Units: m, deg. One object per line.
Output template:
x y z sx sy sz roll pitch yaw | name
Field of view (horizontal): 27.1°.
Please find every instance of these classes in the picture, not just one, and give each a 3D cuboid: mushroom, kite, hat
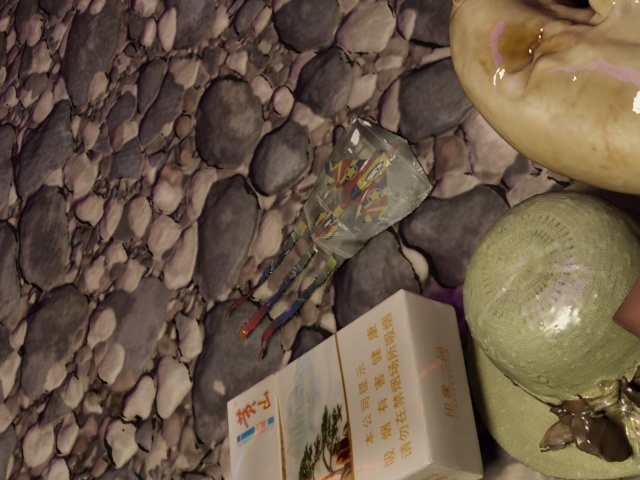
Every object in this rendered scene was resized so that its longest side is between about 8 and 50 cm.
0.221 -0.189 0.903 0.292 0.290 0.292 -10 46 11 | mushroom
-0.001 -0.001 1.232 0.245 0.015 0.141 -52 41 9 | kite
0.178 0.039 0.956 0.257 0.130 0.257 -21 56 35 | hat

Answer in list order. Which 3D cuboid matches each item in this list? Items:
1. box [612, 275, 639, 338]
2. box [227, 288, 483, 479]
0.309 0.019 0.778 0.215 0.215 0.086 -58 28 4 | box
0.019 0.158 1.067 0.233 0.067 0.149 -36 45 38 | box
